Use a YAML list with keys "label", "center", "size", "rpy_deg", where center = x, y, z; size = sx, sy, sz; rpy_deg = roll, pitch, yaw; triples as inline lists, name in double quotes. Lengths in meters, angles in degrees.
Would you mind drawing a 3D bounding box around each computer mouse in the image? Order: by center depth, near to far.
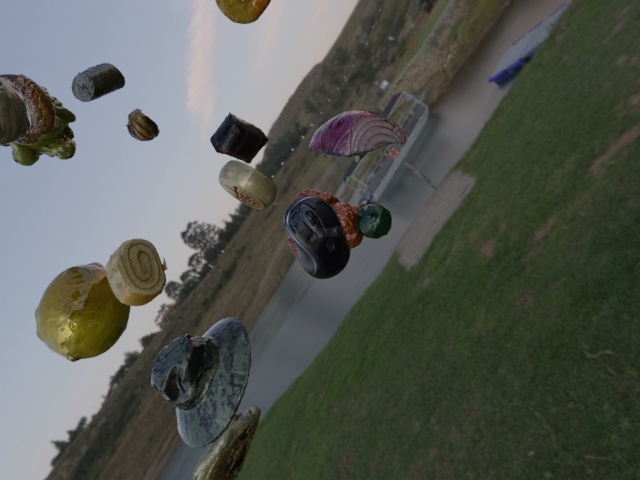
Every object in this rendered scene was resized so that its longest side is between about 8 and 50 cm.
- label: "computer mouse"
  center: [0.000, 0.000, 1.078]
  size: [0.137, 0.233, 0.096]
  rpy_deg: [-41, 25, -19]

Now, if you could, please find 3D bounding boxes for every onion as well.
- label: "onion"
  center: [0.092, -0.327, 1.241]
  size: [0.250, 0.247, 0.111]
  rpy_deg: [-22, -60, -30]

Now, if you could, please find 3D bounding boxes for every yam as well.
- label: "yam"
  center: [-0.766, -0.547, 1.464]
  size: [0.107, 0.107, 0.183]
  rpy_deg: [-54, 9, 38]

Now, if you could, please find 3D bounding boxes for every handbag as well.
- label: "handbag"
  center: [-0.359, -0.442, 1.865]
  size: [0.169, 0.155, 0.215]
  rpy_deg: [-46, -32, 21]

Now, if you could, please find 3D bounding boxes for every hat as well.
- label: "hat"
  center: [-0.262, 0.262, 0.857]
  size: [0.265, 0.128, 0.266]
  rpy_deg: [-27, 44, 29]
- label: "hat"
  center: [0.084, -0.058, 1.680]
  size: [0.285, 0.400, 0.285]
  rpy_deg: [5, -90, -76]

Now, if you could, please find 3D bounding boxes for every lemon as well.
- label: "lemon"
  center: [-0.655, 0.194, 1.185]
  size: [0.233, 0.233, 0.288]
  rpy_deg: [129, 143, -57]

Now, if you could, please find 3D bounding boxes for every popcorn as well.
- label: "popcorn"
  center: [-1.098, -0.465, 1.607]
  size: [0.274, 0.335, 0.279]
  rpy_deg: [-41, -29, -35]

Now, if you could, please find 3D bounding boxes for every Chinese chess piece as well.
- label: "Chinese chess piece"
  center: [-0.297, -0.223, 1.735]
  size: [0.097, 0.250, 0.251]
  rpy_deg: [-61, 5, -14]

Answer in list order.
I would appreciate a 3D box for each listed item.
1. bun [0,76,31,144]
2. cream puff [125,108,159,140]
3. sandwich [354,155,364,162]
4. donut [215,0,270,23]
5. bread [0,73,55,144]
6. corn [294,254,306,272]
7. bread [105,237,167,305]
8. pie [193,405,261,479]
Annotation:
- label: "bun"
  center: [-0.648, -0.263, 0.810]
  size: [0.167, 0.173, 0.113]
  rpy_deg: [-86, 15, -57]
- label: "cream puff"
  center: [-0.686, -0.434, 1.628]
  size: [0.104, 0.119, 0.133]
  rpy_deg: [-53, -10, -14]
- label: "sandwich"
  center: [0.151, -0.338, 1.636]
  size: [0.031, 0.044, 0.083]
  rpy_deg: [-27, 17, 51]
- label: "donut"
  center: [-0.231, -0.743, 1.249]
  size: [0.075, 0.174, 0.190]
  rpy_deg: [52, 125, 49]
- label: "bread"
  center: [-0.818, -0.353, 1.144]
  size: [0.193, 0.193, 0.064]
  rpy_deg: [-56, 18, 22]
- label: "corn"
  center: [-0.082, 0.063, 1.899]
  size: [0.068, 0.207, 0.068]
  rpy_deg: [-28, -23, -13]
- label: "bread"
  center: [-0.411, 0.068, 0.946]
  size: [0.073, 0.149, 0.122]
  rpy_deg: [-32, -14, 31]
- label: "pie"
  center: [-0.296, 0.701, 1.415]
  size: [0.339, 0.077, 0.339]
  rpy_deg: [-55, -19, -30]
